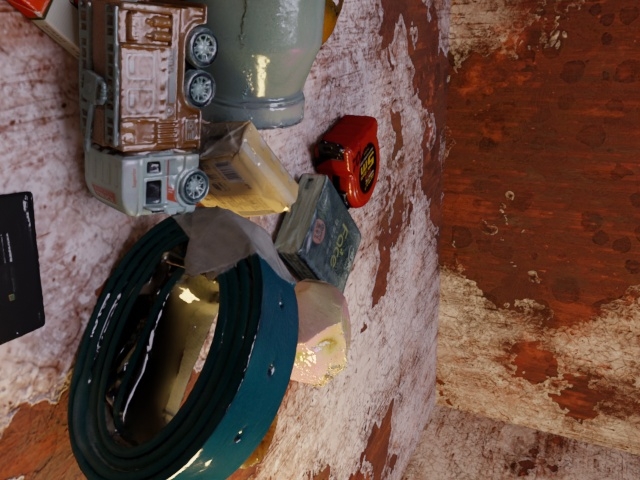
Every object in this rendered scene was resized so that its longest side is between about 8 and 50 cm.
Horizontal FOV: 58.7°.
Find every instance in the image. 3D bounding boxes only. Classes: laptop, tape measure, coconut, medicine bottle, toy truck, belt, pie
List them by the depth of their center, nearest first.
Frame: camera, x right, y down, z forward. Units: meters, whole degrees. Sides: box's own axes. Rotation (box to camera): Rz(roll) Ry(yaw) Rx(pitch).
[{"bbox_3d":[-0.414,0.041,0.727,0.135,0.016,0.197,-28,122,-62],"label":"laptop"},{"bbox_3d":[-0.254,-0.184,0.808,0.162,0.136,0.305,-18,123,-49],"label":"toy truck"},{"bbox_3d":[-0.200,0.165,0.881,0.173,0.300,0.436,43,59,-61],"label":"belt"},{"bbox_3d":[-0.115,-0.354,0.978,0.245,0.245,0.289,-41,142,-55],"label":"medicine bottle"},{"bbox_3d":[-0.033,0.207,1.345,0.233,0.233,0.245,-56,148,-44],"label":"coconut"},{"bbox_3d":[-0.158,0.449,1.363,0.195,0.046,0.195,9,90,-66],"label":"pie"},{"bbox_3d":[0.079,-0.211,1.589,0.253,0.114,0.260,-55,147,-45],"label":"tape measure"}]

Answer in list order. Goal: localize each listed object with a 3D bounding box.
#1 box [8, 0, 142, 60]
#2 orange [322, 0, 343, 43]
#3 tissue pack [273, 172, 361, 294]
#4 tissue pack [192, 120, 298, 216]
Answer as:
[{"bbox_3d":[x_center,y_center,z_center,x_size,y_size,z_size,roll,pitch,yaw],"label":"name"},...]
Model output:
[{"bbox_3d":[-0.325,-0.325,0.782,0.245,0.035,0.139,46,58,-61],"label":"box"},{"bbox_3d":[-0.045,-0.498,1.151,0.249,0.183,0.248,-31,126,-57],"label":"orange"},{"bbox_3d":[0.000,0.000,1.493,0.315,0.103,0.227,55,51,-55],"label":"tissue pack"},{"bbox_3d":[-0.161,-0.122,1.018,0.222,0.186,0.090,47,50,-58],"label":"tissue pack"}]
